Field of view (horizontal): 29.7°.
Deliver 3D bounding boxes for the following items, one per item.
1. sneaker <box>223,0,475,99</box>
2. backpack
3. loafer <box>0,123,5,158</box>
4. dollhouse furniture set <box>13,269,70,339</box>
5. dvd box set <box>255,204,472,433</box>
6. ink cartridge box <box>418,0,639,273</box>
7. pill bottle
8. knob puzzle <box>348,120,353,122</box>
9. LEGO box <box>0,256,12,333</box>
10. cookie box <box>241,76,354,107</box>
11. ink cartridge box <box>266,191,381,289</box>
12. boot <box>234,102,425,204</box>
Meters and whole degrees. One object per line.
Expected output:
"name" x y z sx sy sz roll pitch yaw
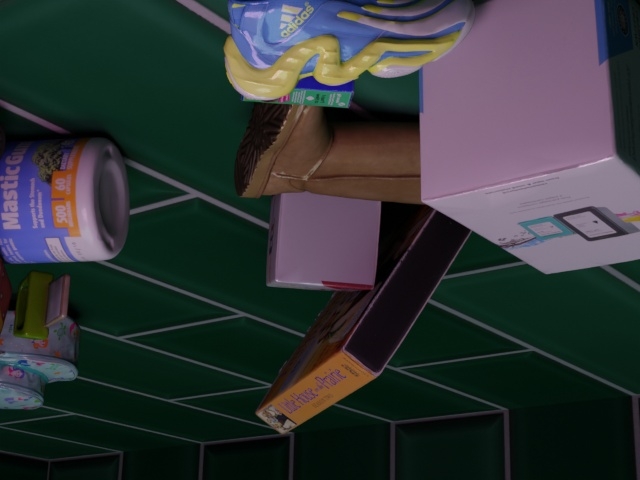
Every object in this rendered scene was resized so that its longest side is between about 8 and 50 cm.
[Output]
"sneaker" 0.025 -0.209 1.085 0.240 0.091 0.126 -19 132 -9
"backpack" -0.563 0.205 2.188 0.253 0.191 0.225 -3 160 -3
"loafer" -0.458 -0.144 1.352 0.220 0.080 0.078 26 174 -31
"dollhouse furniture set" -0.483 0.012 1.592 0.301 0.198 0.151 13 159 -30
"dvd box set" 0.063 0.097 1.669 0.062 0.308 0.420 37 156 -3
"ink cartridge box" 0.248 -0.106 1.200 0.197 0.198 0.270 -13 157 33
"pill bottle" -0.385 -0.046 1.486 0.271 0.152 0.152 -2 160 10
"knob puzzle" 0.048 -0.085 1.529 0.213 0.030 0.213 1 161 0
"LEGO box" -0.570 -0.033 1.247 0.372 0.193 0.500 2 141 3
"cookie box" -0.021 -0.180 1.170 0.107 0.092 0.040 3 164 -4
"ink cartridge box" 0.000 0.000 1.573 0.128 0.127 0.176 4 176 -6
"boot" 0.057 -0.120 1.358 0.269 0.089 0.236 1 154 -19
